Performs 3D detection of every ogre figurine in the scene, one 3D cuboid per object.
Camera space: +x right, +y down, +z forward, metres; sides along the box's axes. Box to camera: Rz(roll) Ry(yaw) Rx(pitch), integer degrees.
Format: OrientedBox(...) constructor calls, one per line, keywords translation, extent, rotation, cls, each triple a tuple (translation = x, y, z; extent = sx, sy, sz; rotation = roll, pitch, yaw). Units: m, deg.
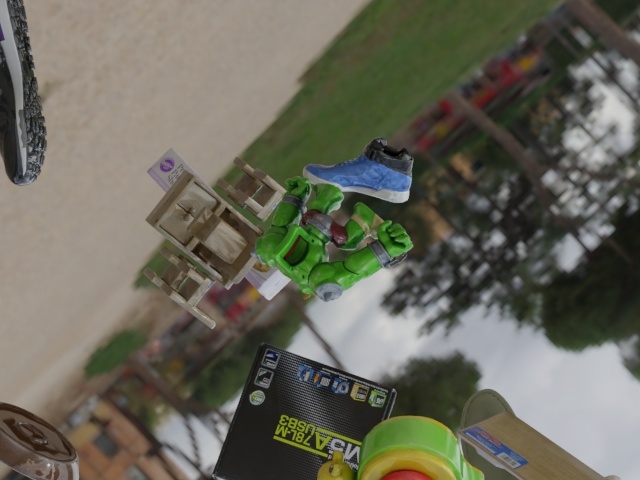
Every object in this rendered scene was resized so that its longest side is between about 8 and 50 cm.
OrientedBox(translation=(0.000, 0.000, 1.623), extent=(0.118, 0.197, 0.097), rotation=(-46, 155, -15), cls="ogre figurine")

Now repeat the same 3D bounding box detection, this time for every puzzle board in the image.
OrientedBox(translation=(0.177, 0.181, 1.138), extent=(0.096, 0.128, 0.011), rotation=(-8, 127, -59), cls="puzzle board")

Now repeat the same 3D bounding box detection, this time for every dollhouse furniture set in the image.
OrientedBox(translation=(-0.127, 0.009, 2.070), extent=(0.212, 0.161, 0.242), rotation=(-51, -151, -2), cls="dollhouse furniture set")

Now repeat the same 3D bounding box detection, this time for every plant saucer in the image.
OrientedBox(translation=(-0.375, 0.255, 1.849), extent=(0.029, 0.168, 0.168), rotation=(-56, -179, 6), cls="plant saucer")

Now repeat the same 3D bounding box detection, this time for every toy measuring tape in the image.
OrientedBox(translation=(0.159, 0.245, 1.558), extent=(0.330, 0.121, 0.121), rotation=(-2, -170, 8), cls="toy measuring tape")

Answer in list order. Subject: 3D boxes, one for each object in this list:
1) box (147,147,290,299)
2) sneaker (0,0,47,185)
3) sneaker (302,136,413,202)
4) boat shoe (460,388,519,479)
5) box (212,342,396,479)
OrientedBox(translation=(-0.173, -0.029, 2.470), extent=(0.067, 0.324, 0.063), rotation=(-43, 153, -2), cls="box")
OrientedBox(translation=(-0.453, -0.207, 1.969), extent=(0.124, 0.283, 0.107), rotation=(-10, 175, 3), cls="sneaker")
OrientedBox(translation=(0.055, -0.109, 2.018), extent=(0.058, 0.152, 0.084), rotation=(-60, 161, -67), cls="sneaker")
OrientedBox(translation=(0.232, 0.285, 1.751), extent=(0.081, 0.069, 0.227), rotation=(-32, -133, 19), cls="boat shoe")
OrientedBox(translation=(-0.020, 0.248, 1.853), extent=(0.045, 0.191, 0.184), rotation=(101, 9, -72), cls="box")
